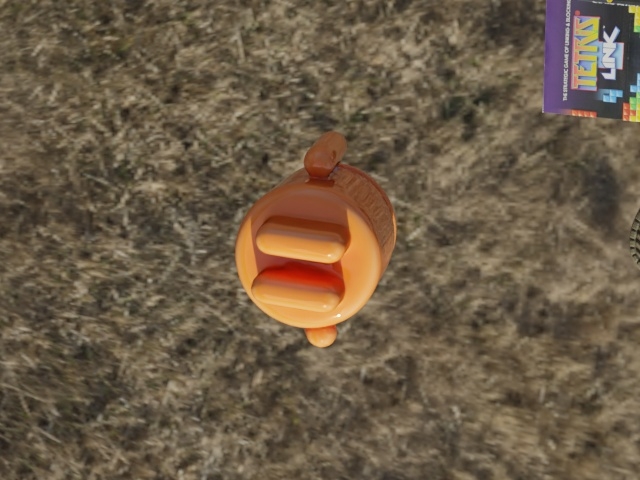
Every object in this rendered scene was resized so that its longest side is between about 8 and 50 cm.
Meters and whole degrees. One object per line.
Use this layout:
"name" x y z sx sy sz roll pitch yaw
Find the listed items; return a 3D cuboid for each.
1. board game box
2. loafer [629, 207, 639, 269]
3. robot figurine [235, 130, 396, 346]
"board game box" 0.346 -0.235 1.307 0.048 0.141 0.170 -34 127 -53
"loafer" 0.473 -0.058 1.282 0.092 0.102 0.268 -1 135 -38
"robot figurine" -0.001 0.002 0.949 0.158 0.128 0.219 58 17 -6
